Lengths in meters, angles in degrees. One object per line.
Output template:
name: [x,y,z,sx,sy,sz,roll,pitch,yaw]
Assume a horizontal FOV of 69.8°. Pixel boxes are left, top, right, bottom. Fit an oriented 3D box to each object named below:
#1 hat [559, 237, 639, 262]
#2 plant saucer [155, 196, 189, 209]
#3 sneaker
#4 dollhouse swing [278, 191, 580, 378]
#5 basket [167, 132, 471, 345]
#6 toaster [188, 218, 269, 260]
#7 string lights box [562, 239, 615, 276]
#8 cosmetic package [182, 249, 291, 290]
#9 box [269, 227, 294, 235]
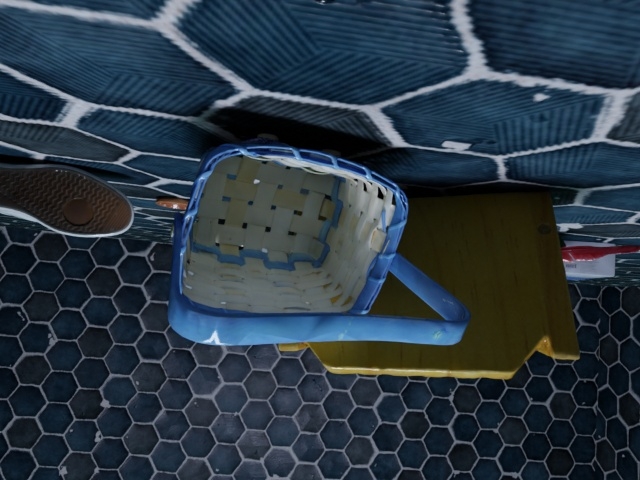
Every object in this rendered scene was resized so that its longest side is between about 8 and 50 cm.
hat: [0.464,-0.004,0.926,0.208,0.184,0.173,28,-148,1]
plant saucer: [-0.304,-0.079,0.970,0.083,0.013,0.083,4,175,0]
sneaker: [-0.448,-0.078,0.748,0.289,0.106,0.123,15,-178,-15]
dollhouse swing: [0.159,0.088,0.721,0.346,0.315,0.305,-2,149,15]
basket: [-0.029,0.009,0.459,0.254,0.201,0.289,7,-155,-26]
toaster: [-0.232,0.007,1.224,0.226,0.129,0.146,-5,175,22]
string lights box: [0.605,0.054,1.135,0.133,0.077,0.259,5,175,13]
cosmetic package: [-0.131,0.095,1.163,0.284,0.098,0.377,-20,166,15]
box: [0.000,0.000,1.260,0.232,0.059,0.183,3,173,21]
